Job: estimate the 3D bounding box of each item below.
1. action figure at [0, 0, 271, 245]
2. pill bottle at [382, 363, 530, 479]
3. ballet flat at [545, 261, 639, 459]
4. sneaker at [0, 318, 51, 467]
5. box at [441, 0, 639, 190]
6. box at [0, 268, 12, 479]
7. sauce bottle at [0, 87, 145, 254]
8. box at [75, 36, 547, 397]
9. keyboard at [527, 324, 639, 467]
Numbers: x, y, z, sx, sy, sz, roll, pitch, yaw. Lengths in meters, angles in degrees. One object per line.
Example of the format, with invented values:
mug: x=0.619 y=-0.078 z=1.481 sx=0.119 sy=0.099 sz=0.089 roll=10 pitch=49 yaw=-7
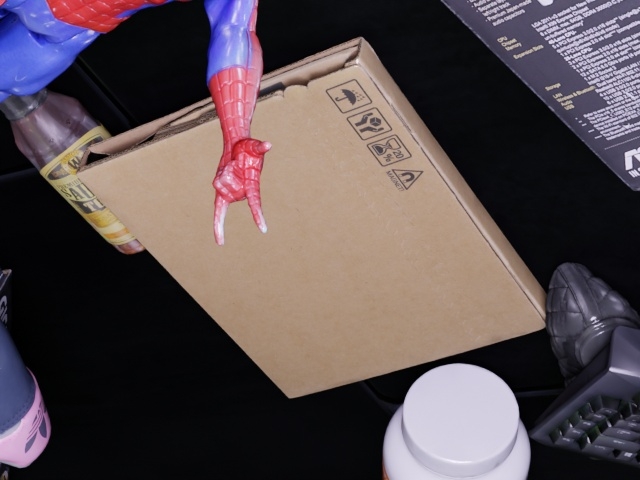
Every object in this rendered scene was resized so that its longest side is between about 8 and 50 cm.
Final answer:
action figure: x=-0.108 y=-0.055 z=0.493 sx=0.280 sy=0.139 sz=0.091 roll=-21 pitch=139 yaw=35
pill bottle: x=0.079 y=0.139 z=0.833 sx=0.086 sy=0.086 sz=0.152 roll=11 pitch=144 yaw=11
ballet flat: x=0.155 y=0.071 z=0.755 sx=0.057 sy=0.049 sz=0.173 roll=-19 pitch=143 yaw=3
sneaker: x=-0.301 y=0.108 z=0.822 sx=0.319 sy=0.112 sz=0.131 roll=-11 pitch=128 yaw=31
box: x=0.150 y=-0.154 z=0.411 sx=0.242 sy=0.076 sz=0.307 roll=39 pitch=140 yaw=-26
box: x=-0.360 y=0.086 z=0.957 sx=0.295 sy=0.073 sz=0.293 roll=17 pitch=141 yaw=2
sauce bottle: x=-0.126 y=-0.045 z=0.715 sx=0.042 sy=0.042 sz=0.128 roll=-11 pitch=137 yaw=35
box: x=0.000 y=0.000 z=0.712 sx=0.164 sy=0.021 sz=0.201 roll=-18 pitch=132 yaw=26
keyboard: x=0.282 y=0.097 z=0.688 sx=0.317 sy=0.033 sz=0.201 roll=13 pitch=146 yaw=-9
